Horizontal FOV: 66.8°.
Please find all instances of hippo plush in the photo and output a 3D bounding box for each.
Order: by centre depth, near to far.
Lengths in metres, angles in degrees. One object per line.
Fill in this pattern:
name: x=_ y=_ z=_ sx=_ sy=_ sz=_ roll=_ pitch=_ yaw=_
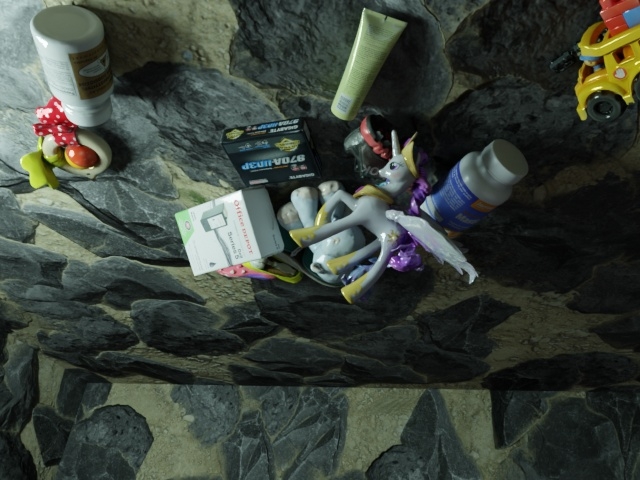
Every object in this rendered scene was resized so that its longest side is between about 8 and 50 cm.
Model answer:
hippo plush: x=0.000 y=0.000 z=1.338 sx=0.235 sy=0.236 sz=0.294 roll=19 pitch=120 yaw=-23

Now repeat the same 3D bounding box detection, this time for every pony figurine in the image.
pony figurine: x=0.168 y=-0.024 z=1.127 sx=0.363 sy=0.303 sz=0.351 roll=-40 pitch=95 yaw=10

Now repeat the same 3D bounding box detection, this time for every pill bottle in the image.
pill bottle: x=-0.515 y=-0.361 z=1.035 sx=0.131 sy=0.131 sz=0.229 roll=10 pitch=145 yaw=-7
pill bottle: x=0.388 y=-0.130 z=1.244 sx=0.152 sy=0.152 sz=0.272 roll=19 pitch=144 yaw=-19

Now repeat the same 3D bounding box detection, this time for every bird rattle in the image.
bird rattle: x=-0.652 y=-0.248 z=1.267 sx=0.207 sy=0.143 sz=0.253 roll=18 pitch=132 yaw=-38

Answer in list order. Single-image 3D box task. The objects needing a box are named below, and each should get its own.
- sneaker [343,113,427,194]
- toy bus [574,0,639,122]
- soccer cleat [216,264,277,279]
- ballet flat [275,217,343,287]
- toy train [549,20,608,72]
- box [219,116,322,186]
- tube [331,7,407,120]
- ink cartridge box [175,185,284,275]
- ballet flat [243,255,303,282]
sneaker: x=0.163 y=-0.195 z=1.226 sx=0.135 sy=0.097 sz=0.276 roll=-25 pitch=134 yaw=35
toy bus: x=0.541 y=-0.343 z=0.862 sx=0.211 sy=0.149 sz=0.220 roll=45 pitch=155 yaw=-17
soccer cleat: x=-0.255 y=0.106 z=1.732 sx=0.248 sy=0.083 sz=0.095 roll=2 pitch=150 yaw=0
ballet flat: x=-0.081 y=0.030 z=1.577 sx=0.400 sy=0.139 sz=0.139 roll=30 pitch=138 yaw=-26
toy train: x=0.532 y=-0.389 z=0.961 sx=0.036 sy=0.027 sz=0.158 roll=23 pitch=142 yaw=-27
box: x=-0.122 y=-0.224 z=1.257 sx=0.221 sy=0.051 sz=0.175 roll=-5 pitch=145 yaw=14
tube: x=0.091 y=-0.366 z=1.030 sx=0.070 sy=0.062 sz=0.240 roll=-27 pitch=157 yaw=-36
ink cartridge box: x=-0.265 y=-0.026 z=1.406 sx=0.273 sy=0.198 sz=0.115 roll=-15 pitch=-177 yaw=32
ballet flat: x=-0.167 y=0.080 z=1.648 sx=0.231 sy=0.077 sz=0.077 roll=21 pitch=168 yaw=3
